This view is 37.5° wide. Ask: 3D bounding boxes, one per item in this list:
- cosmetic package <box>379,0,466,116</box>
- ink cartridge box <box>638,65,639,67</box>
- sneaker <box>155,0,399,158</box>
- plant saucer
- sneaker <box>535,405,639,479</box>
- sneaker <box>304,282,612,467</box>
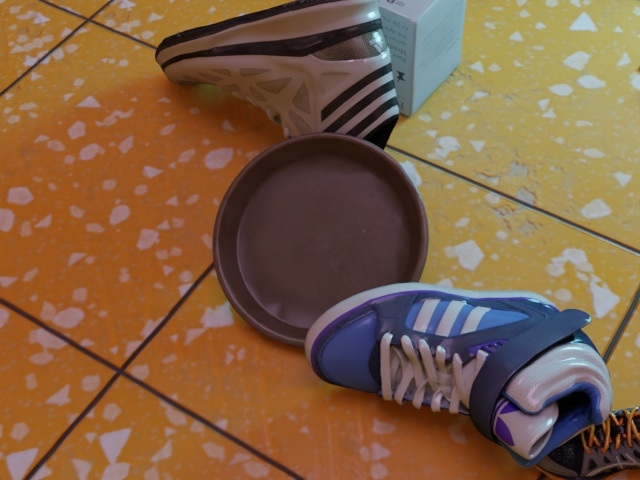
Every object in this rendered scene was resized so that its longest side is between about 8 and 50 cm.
[{"bbox_3d":[0.115,-0.318,1.411,0.151,0.184,0.151,28,57,23],"label":"cosmetic package"},{"bbox_3d":[0.546,-0.251,1.428,0.062,0.029,0.115,-26,55,-15],"label":"ink cartridge box"},{"bbox_3d":[-0.069,-0.195,1.340,0.169,0.258,0.447,-26,18,-37],"label":"sneaker"},{"bbox_3d":[0.000,0.000,1.197,0.277,0.041,0.278,-3,77,11],"label":"plant saucer"},{"bbox_3d":[0.335,0.216,1.041,0.214,0.083,0.084,-5,54,2],"label":"sneaker"},{"bbox_3d":[0.153,0.150,1.030,0.322,0.130,0.236,-4,24,-6],"label":"sneaker"}]
